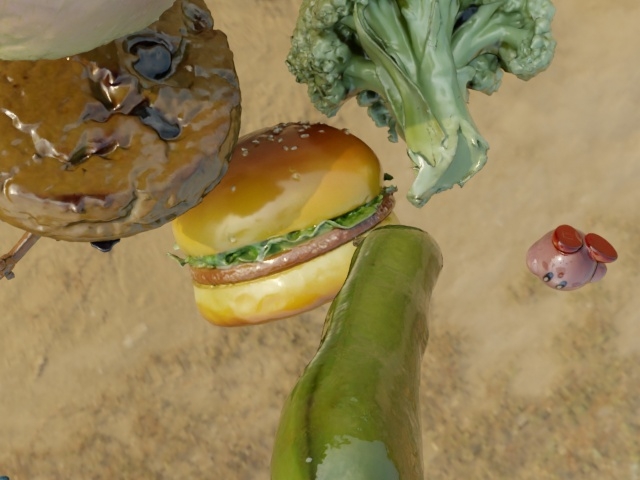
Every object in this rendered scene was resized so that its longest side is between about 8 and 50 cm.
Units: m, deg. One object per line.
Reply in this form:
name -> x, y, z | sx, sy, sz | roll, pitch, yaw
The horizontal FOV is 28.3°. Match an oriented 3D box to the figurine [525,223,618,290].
figurine -> 0.259, 0.020, 1.323 | 0.083, 0.067, 0.071 | 24, 130, -11

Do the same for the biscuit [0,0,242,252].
biscuit -> -0.199, -0.134, 1.033 | 0.296, 0.296, 0.075 | -8, 156, -22

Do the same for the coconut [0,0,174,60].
coconut -> -0.179, -0.284, 0.777 | 0.297, 0.297, 0.309 | -13, 166, -19

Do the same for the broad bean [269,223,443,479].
broad bean -> 0.025, 0.061, 0.589 | 0.067, 0.325, 0.075 | 14, 123, 5

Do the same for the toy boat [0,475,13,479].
toy boat -> -0.255, 0.253, 0.975 | 0.097, 0.100, 0.223 | 5, 144, -25

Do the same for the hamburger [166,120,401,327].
hamburger -> -0.041, -0.029, 1.264 | 0.246, 0.246, 0.170 | -22, 105, -12

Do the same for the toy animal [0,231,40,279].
toy animal -> -0.286, -0.068, 1.486 | 0.066, 0.224, 0.229 | 40, 121, -1

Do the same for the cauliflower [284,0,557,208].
cauliflower -> 0.121, -0.193, 1.333 | 0.260, 0.281, 0.327 | -31, 164, -13
